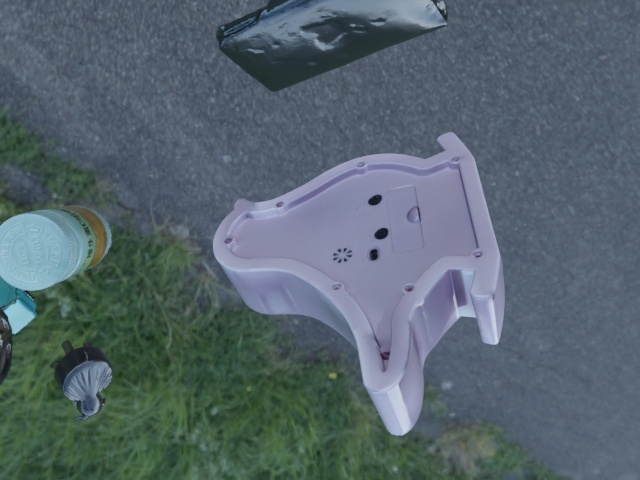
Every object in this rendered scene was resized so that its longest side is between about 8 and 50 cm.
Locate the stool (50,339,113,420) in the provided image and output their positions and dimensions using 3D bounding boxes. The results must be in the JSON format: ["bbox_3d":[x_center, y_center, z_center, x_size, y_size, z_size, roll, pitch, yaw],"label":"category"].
[{"bbox_3d":[-0.579,0.336,1.583,0.125,0.121,0.217,-21,130,-36],"label":"stool"}]

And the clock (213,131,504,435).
[{"bbox_3d":[0.036,0.041,0.616,0.275,0.290,0.080,-14,132,9],"label":"clock"}]

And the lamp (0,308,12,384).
[{"bbox_3d":[-0.564,0.147,0.871,0.257,0.303,0.303,1,137,-2],"label":"lamp"}]

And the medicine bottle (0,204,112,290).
[{"bbox_3d":[-0.570,0.005,1.420,0.158,0.318,0.158,0,96,-2],"label":"medicine bottle"}]

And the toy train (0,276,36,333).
[{"bbox_3d":[-0.731,0.135,1.421,0.163,0.203,0.112,-45,155,-19],"label":"toy train"}]

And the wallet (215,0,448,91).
[{"bbox_3d":[0.009,-0.358,1.094,0.377,0.051,0.197,-15,154,29],"label":"wallet"}]
